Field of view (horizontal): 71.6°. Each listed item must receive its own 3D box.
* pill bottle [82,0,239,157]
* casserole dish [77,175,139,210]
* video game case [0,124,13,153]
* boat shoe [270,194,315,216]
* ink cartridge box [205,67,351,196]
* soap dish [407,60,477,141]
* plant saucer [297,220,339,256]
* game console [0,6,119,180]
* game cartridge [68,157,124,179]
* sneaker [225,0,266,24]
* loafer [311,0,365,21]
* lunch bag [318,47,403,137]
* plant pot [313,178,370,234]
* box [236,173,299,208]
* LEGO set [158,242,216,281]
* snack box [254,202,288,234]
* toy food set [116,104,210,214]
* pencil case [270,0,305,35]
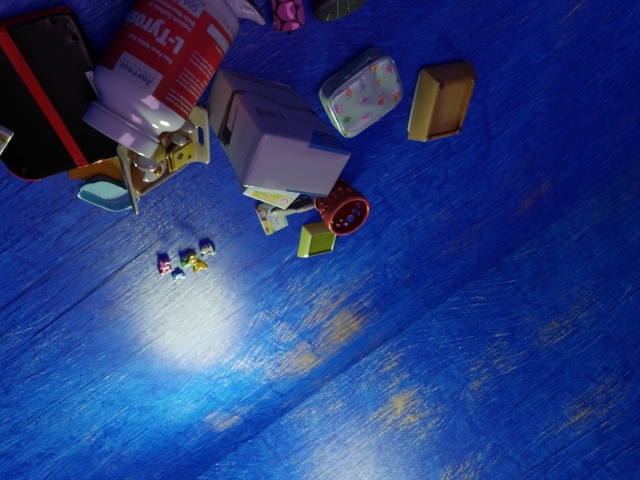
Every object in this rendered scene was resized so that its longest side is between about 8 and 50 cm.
[{"bbox_3d":[-0.391,-0.419,1.077,0.229,0.229,0.408,30,90,-48],"label":"pill bottle"},{"bbox_3d":[-0.650,-0.146,1.365,0.114,0.037,0.188,-25,158,15],"label":"casserole dish"},{"bbox_3d":[-0.899,-0.252,1.061,0.206,0.026,0.227,-39,127,24],"label":"video game case"},{"bbox_3d":[-0.115,-0.140,1.740,0.206,0.065,0.075,-14,174,-39],"label":"boat shoe"},{"bbox_3d":[-0.140,-0.320,1.306,0.285,0.395,0.166,3,130,-37],"label":"ink cartridge box"},{"bbox_3d":[0.475,-0.534,1.735,0.228,0.118,0.291,-16,136,-21],"label":"soap dish"},{"bbox_3d":[0.000,0.000,1.994,0.188,0.045,0.188,-12,135,-26],"label":"plant saucer"},{"bbox_3d":[-0.694,-0.345,1.112,0.342,0.060,0.387,-20,135,-8],"label":"game console"},{"bbox_3d":[-0.570,-0.318,1.282,0.285,0.053,0.324,-3,134,-33],"label":"game cartridge"},{"bbox_3d":[-0.215,-0.636,1.212,0.061,0.054,0.152,-37,140,27],"label":"sneaker"},{"bbox_3d":[0.101,-0.749,1.302,0.302,0.095,0.109,-28,171,-1],"label":"loafer"},{"bbox_3d":[0.143,-0.514,1.531,0.279,0.108,0.224,-37,138,1],"label":"lunch bag"},{"bbox_3d":[0.081,-0.144,1.804,0.191,0.174,0.191,-19,137,-18],"label":"plant pot"},{"bbox_3d":[-0.181,-0.209,1.600,0.203,0.103,0.114,17,129,-44],"label":"box"},{"bbox_3d":[-0.505,0.076,1.686,0.227,0.087,0.093,-23,139,-16],"label":"LEGO set"},{"bbox_3d":[-0.193,-0.097,1.768,0.100,0.037,0.141,-29,140,-11],"label":"snack box"},{"bbox_3d":[-0.445,-0.237,1.306,0.306,0.092,0.220,-45,162,-34],"label":"toy food set"},{"bbox_3d":[-0.104,-0.682,1.210,0.098,0.095,0.209,-14,136,0],"label":"pencil case"}]
